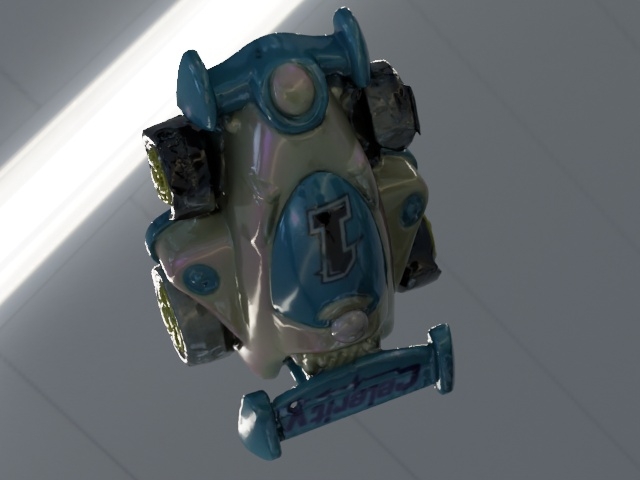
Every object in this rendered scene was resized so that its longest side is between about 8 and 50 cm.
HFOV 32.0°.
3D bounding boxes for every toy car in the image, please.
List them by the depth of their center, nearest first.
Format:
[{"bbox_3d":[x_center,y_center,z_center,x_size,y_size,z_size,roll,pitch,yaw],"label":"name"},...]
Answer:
[{"bbox_3d":[0.000,0.000,0.450,0.126,0.161,0.098,-18,-132,-17],"label":"toy car"}]
